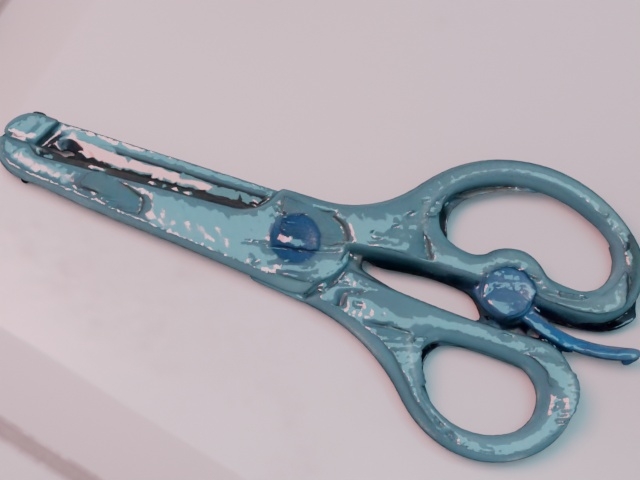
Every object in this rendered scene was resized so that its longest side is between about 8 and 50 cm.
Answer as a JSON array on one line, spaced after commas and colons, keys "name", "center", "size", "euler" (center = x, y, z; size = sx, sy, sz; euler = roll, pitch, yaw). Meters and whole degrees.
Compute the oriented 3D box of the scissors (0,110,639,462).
[{"name": "scissors", "center": [0.000, 0.000, 0.991], "size": [0.393, 0.032, 0.180], "euler": [20, 72, 1]}]
